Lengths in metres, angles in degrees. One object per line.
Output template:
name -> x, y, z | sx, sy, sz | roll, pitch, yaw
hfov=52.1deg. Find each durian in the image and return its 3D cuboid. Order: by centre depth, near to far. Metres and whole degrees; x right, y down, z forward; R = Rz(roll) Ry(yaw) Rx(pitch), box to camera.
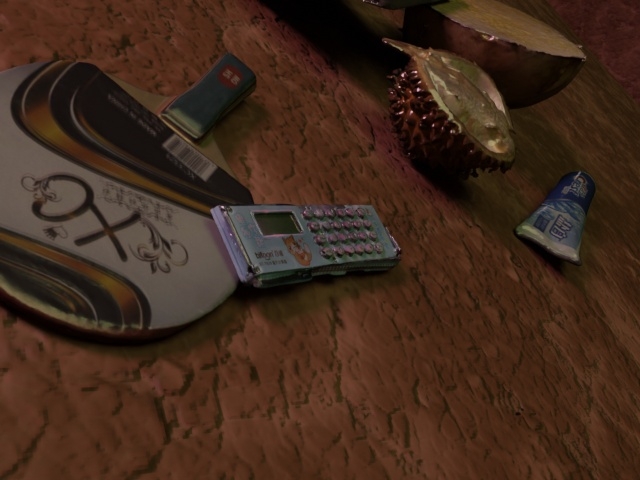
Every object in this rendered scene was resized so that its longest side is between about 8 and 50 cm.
durian -> 0.117, -0.128, 0.656 | 0.188, 0.091, 0.148 | 41, 43, -26

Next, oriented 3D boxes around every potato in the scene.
potato -> 0.215, -0.241, 0.850 | 0.239, 0.116, 0.299 | 17, 31, 2

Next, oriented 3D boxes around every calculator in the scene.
calculator -> 0.000, 0.000, 0.439 | 0.172, 0.018, 0.057 | -4, 61, -53

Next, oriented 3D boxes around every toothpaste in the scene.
toothpaste -> 0.300, -0.037, 0.805 | 0.069, 0.047, 0.268 | 57, 36, -3

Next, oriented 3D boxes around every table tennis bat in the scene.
table tennis bat -> -0.101, -0.054, 0.403 | 0.173, 0.022, 0.301 | 40, 34, -9

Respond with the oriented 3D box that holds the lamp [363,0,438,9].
lamp -> 0.006, -0.327, 0.730 | 0.269, 0.047, 0.266 | 28, 29, 14
